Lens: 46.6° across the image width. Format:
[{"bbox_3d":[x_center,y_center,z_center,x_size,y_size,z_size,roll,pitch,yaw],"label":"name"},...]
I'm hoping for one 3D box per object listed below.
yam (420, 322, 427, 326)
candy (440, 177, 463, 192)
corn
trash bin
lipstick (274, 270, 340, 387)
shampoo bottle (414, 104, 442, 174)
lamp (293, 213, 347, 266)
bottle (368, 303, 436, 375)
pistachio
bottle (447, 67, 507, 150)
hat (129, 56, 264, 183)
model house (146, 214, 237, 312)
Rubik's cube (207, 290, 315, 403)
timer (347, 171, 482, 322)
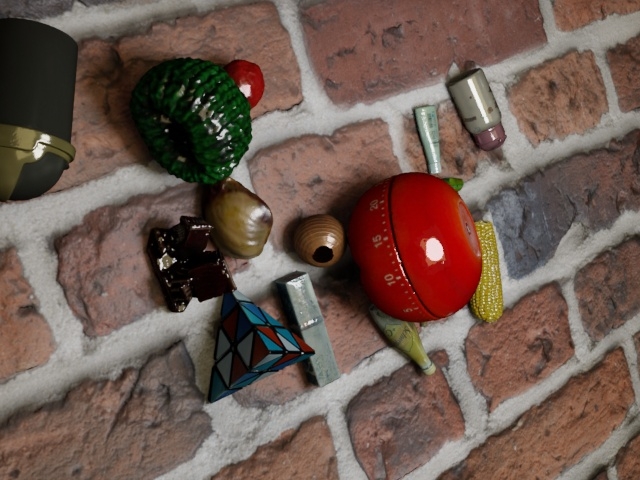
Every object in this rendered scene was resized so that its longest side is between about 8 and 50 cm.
[{"bbox_3d":[0.279,0.185,2.076,0.021,0.021,0.116,-17,100,-31],"label":"yam"},{"bbox_3d":[0.351,-0.051,2.098,0.149,0.069,0.246,-6,88,-37],"label":"candy"},{"bbox_3d":[0.473,0.096,2.156,0.101,0.101,0.310,-8,91,-32],"label":"corn"},{"bbox_3d":[-0.576,-0.235,1.434,0.214,0.214,0.334,12,75,-32],"label":"trash bin"},{"bbox_3d":[-0.029,0.222,1.846,0.076,0.077,0.290,-25,103,-27],"label":"lipstick"},{"bbox_3d":[0.310,-0.282,2.090,0.069,0.041,0.191,-16,98,-37],"label":"shampoo bottle"},{"bbox_3d":[0.000,0.000,1.837,0.136,0.136,0.136,1,89,-32],"label":"lamp"},{"bbox_3d":[0.230,0.261,2.005,0.083,0.083,0.270,-47,111,-24],"label":"bottle"},{"bbox_3d":[-0.193,-0.057,1.726,0.165,0.130,0.210,-22,104,10],"label":"pistachio"},{"bbox_3d":[0.460,-0.371,2.149,0.110,0.110,0.233,-37,109,-27],"label":"bottle"},{"bbox_3d":[-0.251,-0.305,1.660,0.332,0.242,0.274,-57,142,-45],"label":"hat"},{"bbox_3d":[-0.284,0.047,1.640,0.141,0.164,0.203,-33,104,-34],"label":"model house"},{"bbox_3d":[-0.148,0.195,1.747,0.250,0.284,0.234,-12,66,-39],"label":"Rubik's cube"},{"bbox_3d":[0.246,0.015,1.861,0.378,0.279,0.378,44,36,-44],"label":"timer"}]
